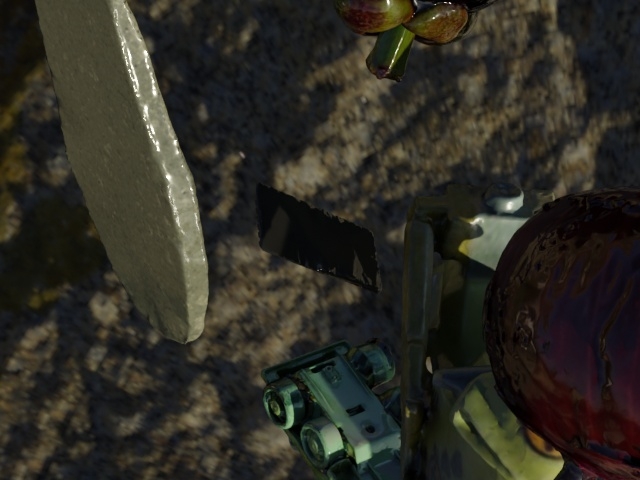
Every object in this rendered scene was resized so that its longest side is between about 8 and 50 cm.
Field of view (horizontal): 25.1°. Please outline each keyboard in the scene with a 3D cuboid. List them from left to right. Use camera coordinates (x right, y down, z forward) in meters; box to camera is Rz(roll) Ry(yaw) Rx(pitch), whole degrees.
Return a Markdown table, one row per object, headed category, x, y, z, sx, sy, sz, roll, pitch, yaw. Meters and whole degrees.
| category | x | y | z | sx | sy | sz | roll | pitch | yaw |
| --- | --- | --- | --- | --- | --- | --- | --- | --- | --- |
| keyboard | -0.001 | 0.001 | 1.433 | 0.015 | 0.196 | 0.074 | -25 | 62 | 29 |

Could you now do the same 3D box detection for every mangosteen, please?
| category | x | y | z | sx | sy | sz | roll | pitch | yaw |
| --- | --- | --- | --- | --- | --- | --- | --- | --- | --- |
| mangosteen | 0.052 | -0.161 | 0.782 | 0.137 | 0.137 | 0.151 | 16 | 97 | 17 |

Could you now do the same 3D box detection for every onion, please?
| category | x | y | z | sx | sy | sz | roll | pitch | yaw |
| --- | --- | --- | --- | --- | --- | --- | --- | --- | --- |
| onion | 0.213 | 0.039 | 0.751 | 0.252 | 0.252 | 0.219 | 21 | 97 | 19 |

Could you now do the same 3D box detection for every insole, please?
| category | x | y | z | sx | sy | sz | roll | pitch | yaw |
| --- | --- | --- | --- | --- | --- | --- | --- | --- | --- |
| insole | -0.064 | -0.051 | 0.420 | 0.010 | 0.192 | 0.063 | -30 | 39 | -30 |

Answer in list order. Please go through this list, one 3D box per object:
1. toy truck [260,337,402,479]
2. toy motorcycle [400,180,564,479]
| category | x | y | z | sx | sy | sz | roll | pitch | yaw |
| --- | --- | --- | --- | --- | --- | --- | --- | --- | --- |
| toy truck | 0.052 | 0.222 | 1.342 | 0.128 | 0.135 | 0.259 | -18 | 48 | -30 |
| toy motorcycle | 0.138 | 0.118 | 1.084 | 0.169 | 0.237 | 0.410 | 3 | 34 | -7 |
